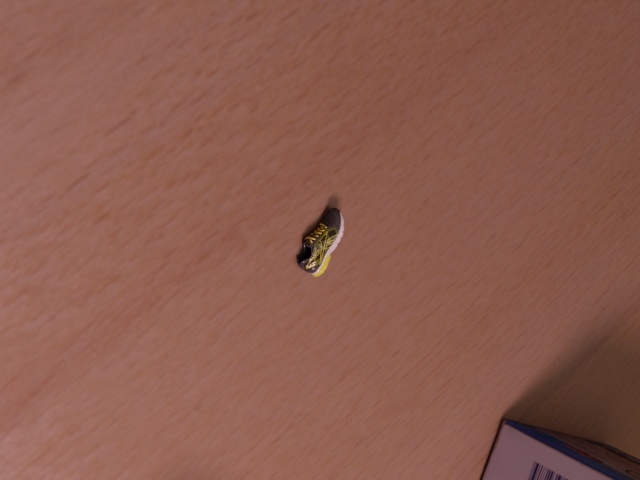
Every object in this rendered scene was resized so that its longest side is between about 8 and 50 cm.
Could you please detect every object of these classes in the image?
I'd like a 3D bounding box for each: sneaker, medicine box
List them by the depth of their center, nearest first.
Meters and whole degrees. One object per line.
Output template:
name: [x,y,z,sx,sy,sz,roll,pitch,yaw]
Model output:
sneaker: [0.000,0.000,0.937,0.035,0.031,0.083,21,89,-36]
medicine box: [0.422,0.393,1.175,0.289,0.263,0.149,19,90,-36]
